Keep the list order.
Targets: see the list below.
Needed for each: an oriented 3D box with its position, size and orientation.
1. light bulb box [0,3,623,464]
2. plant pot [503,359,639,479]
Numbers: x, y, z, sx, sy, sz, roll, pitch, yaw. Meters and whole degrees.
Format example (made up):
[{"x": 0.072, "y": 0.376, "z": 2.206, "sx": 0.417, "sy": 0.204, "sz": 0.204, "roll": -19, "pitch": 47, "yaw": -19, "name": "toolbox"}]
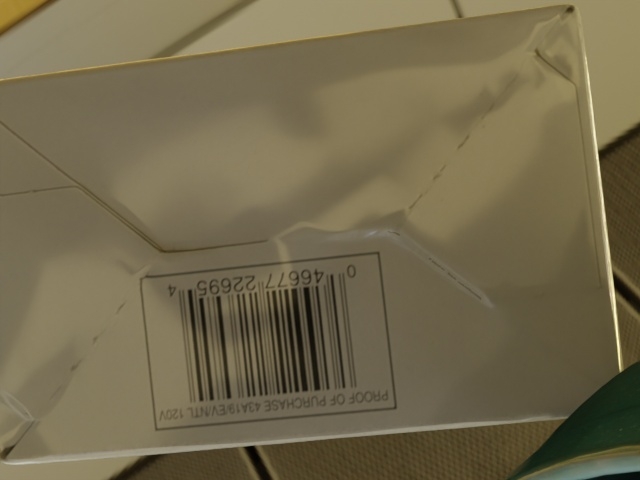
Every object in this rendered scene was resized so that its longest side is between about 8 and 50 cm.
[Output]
[{"x": 0.000, "y": 0.000, "z": 0.795, "sx": 0.358, "sy": 0.361, "sz": 0.225, "roll": -6, "pitch": -91, "yaw": 8, "name": "light bulb box"}, {"x": 0.207, "y": 0.142, "z": 0.474, "sx": 0.272, "sy": 0.271, "sz": 0.255, "roll": 4, "pitch": -156, "yaw": 32, "name": "plant pot"}]
